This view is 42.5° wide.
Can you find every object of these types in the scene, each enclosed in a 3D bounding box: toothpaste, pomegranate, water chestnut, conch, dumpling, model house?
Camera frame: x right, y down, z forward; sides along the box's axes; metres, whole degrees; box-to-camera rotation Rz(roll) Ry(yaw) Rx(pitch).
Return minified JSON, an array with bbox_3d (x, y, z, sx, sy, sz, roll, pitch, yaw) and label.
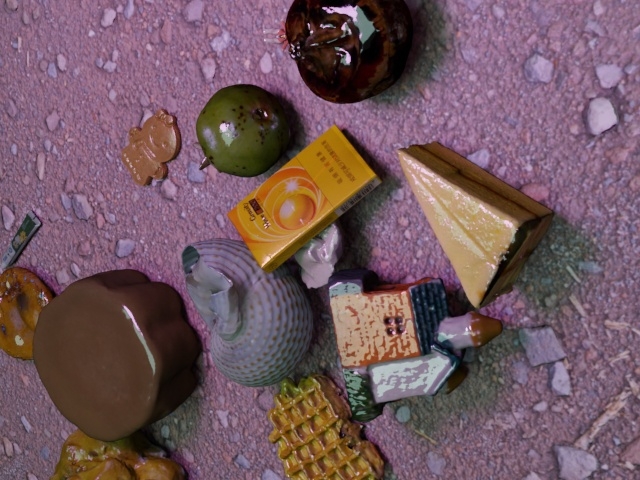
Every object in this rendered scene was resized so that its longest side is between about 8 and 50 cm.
[{"bbox_3d":[-0.769,0.005,2.101,0.049,0.031,0.204,49,120,11],"label":"toothpaste"},{"bbox_3d":[-0.164,-0.202,1.598,0.224,0.182,0.181,-16,93,56],"label":"pomegranate"},{"bbox_3d":[0.042,-0.338,1.393,0.224,0.238,0.223,17,121,31],"label":"water chestnut"},{"bbox_3d":[-0.138,0.120,1.612,0.303,0.215,0.319,52,154,27],"label":"conch"},{"bbox_3d":[0.000,0.000,1.550,0.127,0.108,0.187,-172,96,-72],"label":"dumpling"},{"bbox_3d":[0.180,0.169,1.481,0.301,0.190,0.271,-9,93,18],"label":"model house"}]

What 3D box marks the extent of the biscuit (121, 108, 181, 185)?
[{"bbox_3d":[-0.369,-0.198,1.803,0.184,0.027,0.133,-24,86,34],"label":"biscuit"}]

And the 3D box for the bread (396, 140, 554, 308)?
[{"bbox_3d":[0.233,-0.033,1.385,0.264,0.168,0.163,36,118,24],"label":"bread"}]

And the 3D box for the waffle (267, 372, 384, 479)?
[{"bbox_3d":[0.013,0.418,1.689,0.283,0.065,0.309,13,111,32],"label":"waffle"}]

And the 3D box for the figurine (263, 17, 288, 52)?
[{"bbox_3d":[-0.063,-0.387,1.553,0.109,0.047,0.064,13,116,39],"label":"figurine"}]

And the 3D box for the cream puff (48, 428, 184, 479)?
[{"bbox_3d":[-0.501,0.615,1.935,0.379,0.276,0.378,10,109,32],"label":"cream puff"}]

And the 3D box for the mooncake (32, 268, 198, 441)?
[{"bbox_3d":[-0.452,0.250,1.869,0.379,0.201,0.378,5,102,27],"label":"mooncake"}]

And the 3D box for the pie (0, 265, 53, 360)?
[{"bbox_3d":[-0.758,0.186,2.114,0.274,0.069,0.273,7,105,29],"label":"pie"}]

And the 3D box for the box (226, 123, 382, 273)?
[{"bbox_3d":[-0.034,-0.078,1.520,0.269,0.043,0.152,-39,57,5],"label":"box"}]
